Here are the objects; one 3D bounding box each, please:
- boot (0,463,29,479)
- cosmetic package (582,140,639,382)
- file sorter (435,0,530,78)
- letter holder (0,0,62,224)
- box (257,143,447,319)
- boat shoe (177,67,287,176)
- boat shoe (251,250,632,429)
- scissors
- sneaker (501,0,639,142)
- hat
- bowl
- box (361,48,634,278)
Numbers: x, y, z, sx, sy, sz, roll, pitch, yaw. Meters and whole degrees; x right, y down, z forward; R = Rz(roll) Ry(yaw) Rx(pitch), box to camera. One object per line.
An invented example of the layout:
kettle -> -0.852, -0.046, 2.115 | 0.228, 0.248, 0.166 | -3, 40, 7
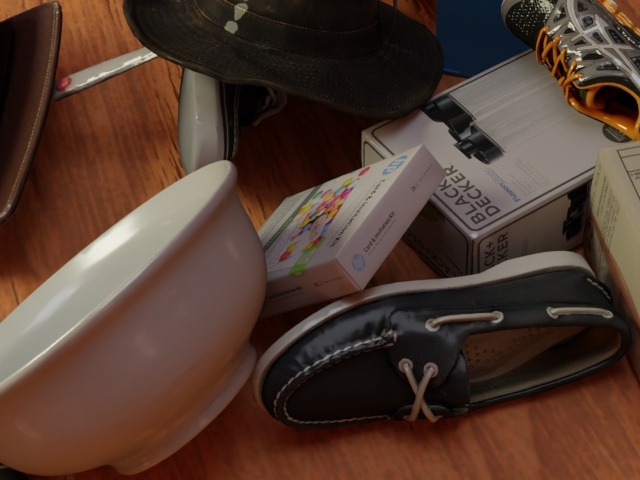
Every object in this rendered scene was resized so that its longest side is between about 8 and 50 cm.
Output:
boot -> -0.335, 0.196, 1.069 | 0.198, 0.076, 0.137 | -19, 43, -30
cosmetic package -> 0.324, 0.059, 1.099 | 0.153, 0.129, 0.296 | -7, 47, -5
file sorter -> 0.184, -0.249, 1.362 | 0.118, 0.170, 0.104 | 14, 48, 16
letter holder -> -0.369, -0.141, 1.271 | 0.214, 0.152, 0.301 | -16, 45, 19
box -> 0.000, 0.000, 1.158 | 0.186, 0.038, 0.145 | -17, 28, 49
boat shoe -> -0.080, -0.163, 1.346 | 0.105, 0.113, 0.306 | 6, 33, -8
boat shoe -> 0.099, 0.089, 1.098 | 0.303, 0.114, 0.091 | -19, 44, -12
scissors -> -0.254, -0.144, 1.317 | 0.297, 0.021, 0.109 | -31, 42, 11
sneaker -> 0.234, -0.153, 1.213 | 0.083, 0.084, 0.215 | -39, 57, -22
hat -> -0.015, -0.242, 1.272 | 0.331, 0.134, 0.331 | 14, 29, -8
bowl -> -0.143, 0.082, 1.068 | 0.134, 0.298, 0.298 | 50, 58, -12
box -> 0.200, -0.080, 1.261 | 0.290, 0.087, 0.169 | -27, 51, -19
